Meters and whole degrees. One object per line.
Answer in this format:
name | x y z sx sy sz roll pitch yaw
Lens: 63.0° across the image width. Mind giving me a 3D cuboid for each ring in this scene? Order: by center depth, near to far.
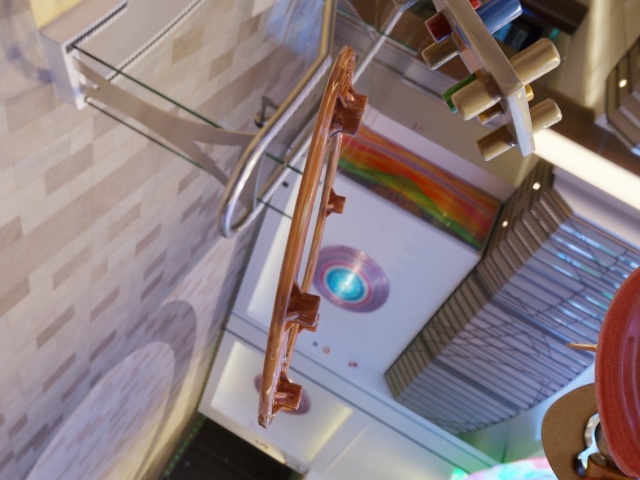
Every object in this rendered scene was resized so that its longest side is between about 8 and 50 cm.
ring | 0.000 0.000 0.477 0.336 0.032 0.336 13 90 -89

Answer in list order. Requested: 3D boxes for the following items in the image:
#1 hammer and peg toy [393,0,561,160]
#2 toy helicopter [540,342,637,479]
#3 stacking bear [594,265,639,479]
hammer and peg toy | 0.192 -0.300 0.731 0.127 0.361 0.266 -30 162 18
toy helicopter | 0.413 0.201 0.571 0.140 0.235 0.355 6 153 -43
stacking bear | 0.347 0.129 0.406 0.175 0.289 0.164 -25 -135 33
